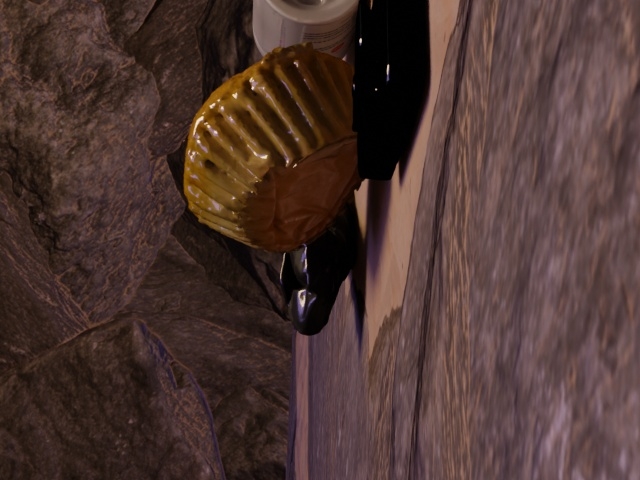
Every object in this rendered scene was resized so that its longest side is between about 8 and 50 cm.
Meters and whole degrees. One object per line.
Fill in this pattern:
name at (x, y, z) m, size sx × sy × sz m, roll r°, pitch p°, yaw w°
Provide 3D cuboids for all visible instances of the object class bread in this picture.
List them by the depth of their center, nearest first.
bread at (-0.034, -0.087, 1.248) m, size 0.139 × 0.240 × 0.240 m, roll 54°, pitch 157°, yaw 26°

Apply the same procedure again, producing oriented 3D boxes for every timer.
timer at (0.052, -0.151, 1.022) m, size 0.187 × 0.055 × 0.144 m, roll 102°, pitch 171°, yaw -66°

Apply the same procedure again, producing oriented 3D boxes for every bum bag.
bum bag at (0.000, 0.000, 1.489) m, size 0.340 × 0.095 × 0.144 m, roll -74°, pitch -14°, yaw -73°

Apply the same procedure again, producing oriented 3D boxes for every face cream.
face cream at (-0.023, -0.298, 1.591) m, size 0.370 × 0.145 × 0.145 m, roll 117°, pitch 155°, yaw -79°
